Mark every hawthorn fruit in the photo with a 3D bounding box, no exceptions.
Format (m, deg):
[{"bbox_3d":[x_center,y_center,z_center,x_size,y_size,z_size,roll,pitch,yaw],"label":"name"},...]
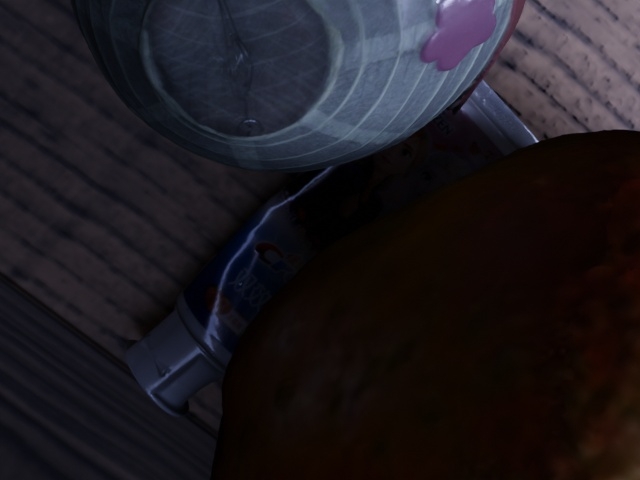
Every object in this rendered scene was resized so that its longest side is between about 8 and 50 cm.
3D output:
[{"bbox_3d":[0.112,0.138,0.968,0.402,0.403,0.403,-1,117,-1],"label":"hawthorn fruit"}]

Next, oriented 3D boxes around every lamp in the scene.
[{"bbox_3d":[-0.005,-0.159,0.884,0.233,0.233,0.265,3,138,-3],"label":"lamp"}]

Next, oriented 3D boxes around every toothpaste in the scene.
[{"bbox_3d":[0.000,0.000,1.062,0.266,0.061,0.096,-40,111,10],"label":"toothpaste"}]
